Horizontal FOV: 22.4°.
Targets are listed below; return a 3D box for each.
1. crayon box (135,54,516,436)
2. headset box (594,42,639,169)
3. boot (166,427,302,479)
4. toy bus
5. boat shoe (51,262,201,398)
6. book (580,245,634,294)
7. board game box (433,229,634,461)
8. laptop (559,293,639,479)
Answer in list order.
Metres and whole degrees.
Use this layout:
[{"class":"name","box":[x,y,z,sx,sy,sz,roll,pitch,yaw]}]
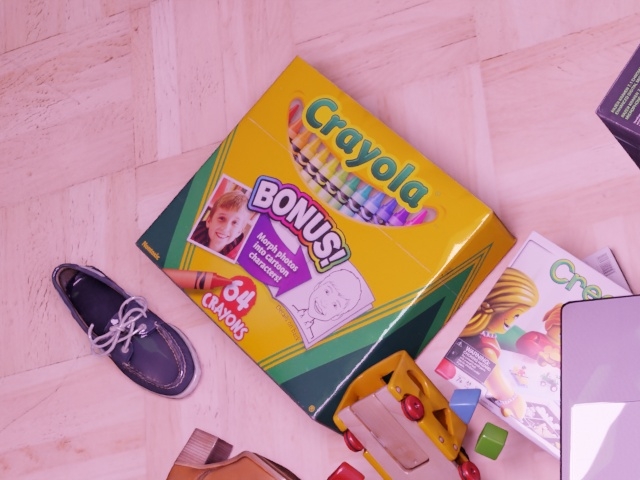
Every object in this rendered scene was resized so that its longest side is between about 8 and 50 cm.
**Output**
[{"class":"crayon box","box":[0.000,0.000,1.947,0.313,0.106,0.363,-50,57,2]},{"class":"headset box","box":[0.447,-0.089,1.667,0.283,0.246,0.131,32,88,34]},{"class":"boot","box":[-0.110,0.320,1.903,0.197,0.073,0.152,15,77,44]},{"class":"toy bus","box":[0.113,0.220,1.789,0.191,0.202,0.104,12,32,12]},{"class":"boat shoe","box":[-0.251,0.109,2.052,0.095,0.079,0.254,-48,57,3]},{"class":"book","box":[0.280,0.080,1.814,0.144,0.035,0.096,-29,59,13]},{"class":"board game box","box":[0.299,0.150,1.735,0.305,0.053,0.193,34,89,23]},{"class":"laptop","box":[0.378,0.187,1.491,0.407,0.236,0.382,-7,67,27]}]
